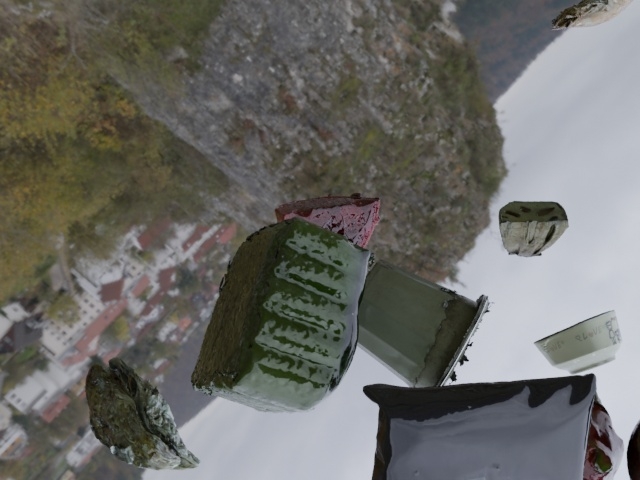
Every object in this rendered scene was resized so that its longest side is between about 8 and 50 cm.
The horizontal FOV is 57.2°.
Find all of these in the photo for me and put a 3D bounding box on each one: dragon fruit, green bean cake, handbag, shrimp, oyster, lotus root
[{"bbox_3d":[0.539,0.423,1.271,0.198,0.200,0.269,116,-25,-52],"label":"dragon fruit"},{"bbox_3d":[-0.069,0.147,1.054,0.335,0.218,0.319,-25,-136,65],"label":"green bean cake"},{"bbox_3d":[0.000,0.000,1.366,0.262,0.211,0.134,-7,-172,-33],"label":"dragon fruit"},{"bbox_3d":[0.166,0.246,0.615,0.089,0.255,0.210,-146,-124,-78],"label":"handbag"},{"bbox_3d":[0.563,-0.482,1.187,0.236,0.053,0.133,-22,168,-18],"label":"shrimp"},{"bbox_3d":[-0.406,0.400,1.306,0.158,0.351,0.162,-34,145,-43],"label":"oyster"},{"bbox_3d":[0.459,-0.027,1.301,0.144,0.143,0.070,84,12,-52],"label":"lotus root"}]

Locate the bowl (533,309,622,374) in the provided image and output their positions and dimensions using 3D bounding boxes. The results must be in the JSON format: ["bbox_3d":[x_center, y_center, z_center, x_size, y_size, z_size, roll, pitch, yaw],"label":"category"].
[{"bbox_3d":[0.734,0.296,1.645,0.238,0.126,0.237,-19,163,-6],"label":"bowl"}]

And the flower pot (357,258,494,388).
[{"bbox_3d":[0.191,0.180,1.266,0.290,0.259,0.290,-55,169,-16],"label":"flower pot"}]

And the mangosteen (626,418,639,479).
[{"bbox_3d":[0.745,0.434,1.057,0.306,0.359,0.306,-20,140,-18],"label":"mangosteen"}]
